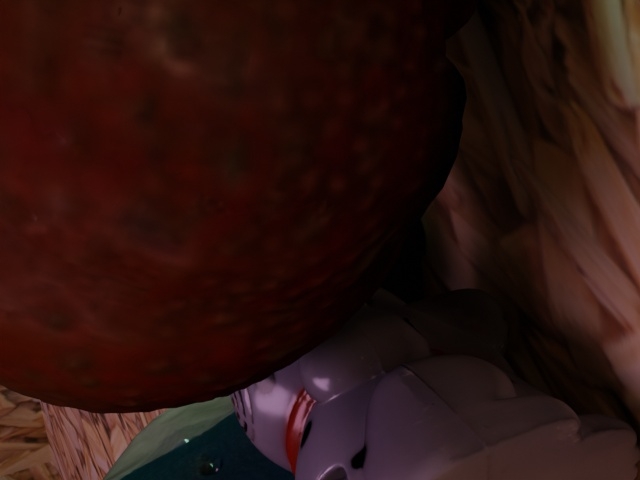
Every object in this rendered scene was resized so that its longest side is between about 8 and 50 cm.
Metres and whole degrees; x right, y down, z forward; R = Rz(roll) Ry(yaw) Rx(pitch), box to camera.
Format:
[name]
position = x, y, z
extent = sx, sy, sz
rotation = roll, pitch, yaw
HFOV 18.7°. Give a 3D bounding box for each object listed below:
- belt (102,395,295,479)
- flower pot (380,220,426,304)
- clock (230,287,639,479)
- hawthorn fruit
[belt]
position = 0.011, 0.275, 1.223
extent = 0.436, 0.173, 0.300
rotation = 46, 165, 41
[flower pot]
position = 0.000, 0.000, 1.256
extent = 0.251, 0.084, 0.179
rotation = -131, 30, -56
[clock]
position = 0.040, 0.107, 1.037
extent = 0.254, 0.188, 0.189
rotation = -127, 26, -52
[hawthorn fruit]
position = -0.125, -0.114, 0.937
extent = 0.403, 0.402, 0.403
rotation = 164, 90, -75
